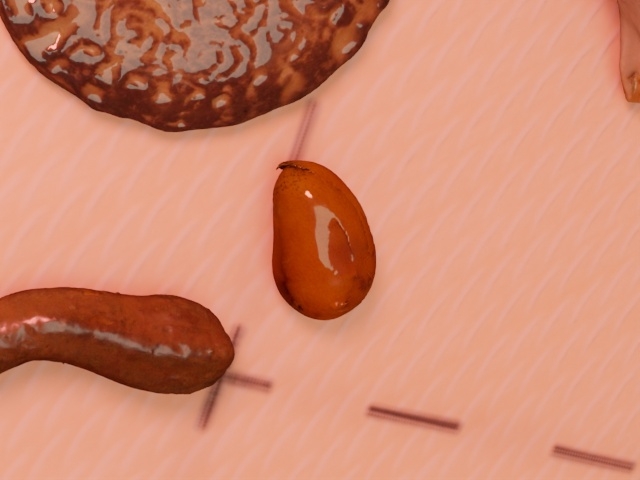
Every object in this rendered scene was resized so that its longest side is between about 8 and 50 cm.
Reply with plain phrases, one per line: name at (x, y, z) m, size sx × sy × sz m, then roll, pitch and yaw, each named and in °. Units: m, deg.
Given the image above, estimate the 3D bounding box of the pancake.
pancake at (-0.086, -0.211, 0.994) m, size 0.288 × 0.033 × 0.286 m, roll -41°, pitch 114°, yaw -7°

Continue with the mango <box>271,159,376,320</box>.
mango at (0.000, 0.000, 1.069) m, size 0.077 × 0.063 × 0.127 m, roll -14°, pitch 109°, yaw -9°

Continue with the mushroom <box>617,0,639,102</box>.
mushroom at (0.225, -0.242, 1.054) m, size 0.123 × 0.095 × 0.351 m, roll -24°, pitch 124°, yaw 11°

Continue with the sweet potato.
sweet potato at (-0.169, 0.072, 1.025) m, size 0.233 × 0.062 × 0.081 m, roll 1°, pitch 106°, yaw -19°
